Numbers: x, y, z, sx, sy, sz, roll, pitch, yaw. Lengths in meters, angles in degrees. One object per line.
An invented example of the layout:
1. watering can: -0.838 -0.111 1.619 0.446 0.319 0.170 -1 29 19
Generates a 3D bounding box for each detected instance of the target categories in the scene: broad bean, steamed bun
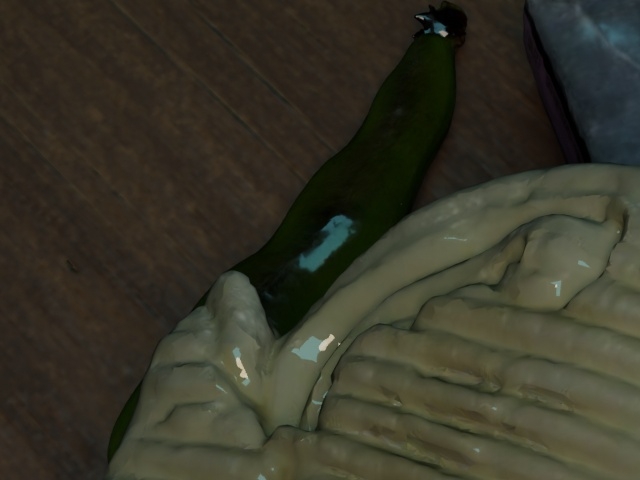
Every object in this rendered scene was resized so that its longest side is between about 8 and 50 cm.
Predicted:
1. broad bean: 0.001 0.001 0.907 0.060 0.043 0.297 27 66 26
2. steamed bun: 0.062 0.161 0.724 0.310 0.219 0.324 -20 51 24

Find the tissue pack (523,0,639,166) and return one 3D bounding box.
1. tissue pack: 0.259 0.016 0.850 0.259 0.122 0.361 -15 66 -2
